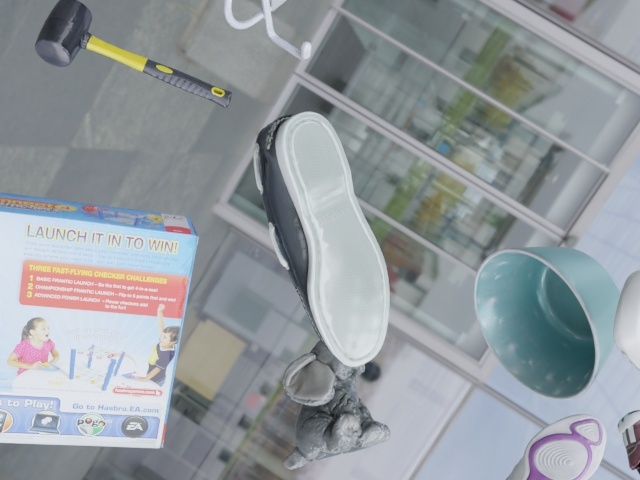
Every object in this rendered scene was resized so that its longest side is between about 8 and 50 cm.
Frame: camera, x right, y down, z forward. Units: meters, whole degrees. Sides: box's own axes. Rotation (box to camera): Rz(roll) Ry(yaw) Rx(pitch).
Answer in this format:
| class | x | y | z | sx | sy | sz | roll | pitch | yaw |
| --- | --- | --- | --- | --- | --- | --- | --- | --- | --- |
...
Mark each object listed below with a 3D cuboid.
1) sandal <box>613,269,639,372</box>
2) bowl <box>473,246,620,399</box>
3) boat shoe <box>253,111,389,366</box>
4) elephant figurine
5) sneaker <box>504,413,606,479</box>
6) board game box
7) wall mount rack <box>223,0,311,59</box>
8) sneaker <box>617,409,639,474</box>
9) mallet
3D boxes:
| class | x | y | z | sx | sy | sz | roll | pitch | yaw |
| --- | --- | --- | --- | --- | --- | --- | --- | --- | --- |
| sandal | 0.548 | 0.157 | 1.104 | 0.416 | 0.102 | 0.170 | 18 | 85 | -41 |
| bowl | 0.466 | 0.137 | 1.518 | 0.163 | 0.312 | 0.312 | -21 | 156 | -29 |
| boat shoe | 0.000 | 0.000 | 0.918 | 0.114 | 0.303 | 0.091 | -15 | -173 | -32 |
| elephant figurine | 0.019 | 0.241 | 1.318 | 0.185 | 0.240 | 0.169 | -8 | 160 | -23 |
| sneaker | 0.393 | 0.431 | 1.411 | 0.305 | 0.114 | 0.152 | -49 | 168 | 4 |
| board game box | -0.333 | 0.105 | 0.975 | 0.086 | 0.308 | 0.302 | -131 | -129 | -66 |
| wall mount rack | 0.008 | -0.453 | 1.176 | 0.350 | 0.130 | 0.304 | -46 | 159 | -20 |
| sneaker | 0.710 | 0.437 | 1.472 | 0.163 | 0.281 | 0.106 | -72 | 173 | -46 |
| mallet | -0.180 | -0.165 | 0.746 | 0.062 | 0.189 | 0.039 | -67 | -172 | -30 |
